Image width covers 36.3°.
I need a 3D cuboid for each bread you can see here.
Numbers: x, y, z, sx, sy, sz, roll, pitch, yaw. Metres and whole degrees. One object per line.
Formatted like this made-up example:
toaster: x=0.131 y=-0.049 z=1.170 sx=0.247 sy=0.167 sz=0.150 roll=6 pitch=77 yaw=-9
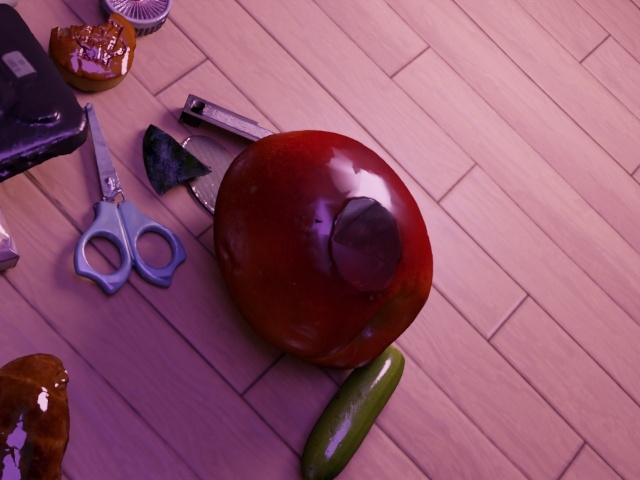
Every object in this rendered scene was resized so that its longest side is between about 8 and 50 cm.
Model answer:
bread: x=-0.394 y=-0.324 z=1.714 sx=0.156 sy=0.086 sz=0.125 roll=-21 pitch=76 yaw=-28

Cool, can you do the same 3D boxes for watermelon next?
watermelon: x=-0.263 y=-0.141 z=1.701 sx=0.101 sy=0.080 sz=0.155 roll=-44 pitch=82 yaw=11

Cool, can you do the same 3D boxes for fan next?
fan: x=-0.322 y=-0.485 z=1.828 sx=0.130 sy=0.074 sz=0.244 roll=29 pitch=58 yaw=-6

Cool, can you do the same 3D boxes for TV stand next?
TV stand: x=-0.131 y=-0.191 z=1.780 sx=0.256 sy=0.049 sz=0.040 roll=22 pitch=61 yaw=-12

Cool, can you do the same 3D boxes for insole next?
insole: x=-0.143 y=-0.044 z=1.728 sx=0.119 sy=0.009 sz=0.348 roll=-23 pitch=76 yaw=-30

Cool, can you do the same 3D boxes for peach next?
peach: x=0.010 y=0.010 z=1.572 sx=0.335 sy=0.310 sz=0.406 roll=-17 pitch=85 yaw=-20

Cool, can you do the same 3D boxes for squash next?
squash: x=0.056 y=0.279 z=1.612 sx=0.082 sy=0.082 sz=0.292 roll=39 pitch=58 yaw=-1

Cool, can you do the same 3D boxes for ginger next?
ginger: x=-0.462 y=0.343 z=1.319 sx=0.254 sy=0.176 sz=0.418 roll=15 pitch=67 yaw=-22

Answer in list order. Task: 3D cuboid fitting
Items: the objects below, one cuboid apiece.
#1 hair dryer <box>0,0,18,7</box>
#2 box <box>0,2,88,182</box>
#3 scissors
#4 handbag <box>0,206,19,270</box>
hair dryer: x=-0.696 y=-0.517 z=1.678 sx=0.203 sy=0.128 sz=0.362 roll=-28 pitch=71 yaw=-30
box: x=-0.578 y=-0.210 z=1.510 sx=0.350 sy=0.091 sz=0.359 roll=-29 pitch=61 yaw=-20
scissors: x=-0.352 y=-0.078 z=1.650 sx=0.191 sy=0.029 sz=0.360 roll=-8 pitch=67 yaw=-30
handbag: x=-0.548 y=-0.028 z=1.508 sx=0.117 sy=0.095 sz=0.173 roll=-17 pitch=76 yaw=-33
